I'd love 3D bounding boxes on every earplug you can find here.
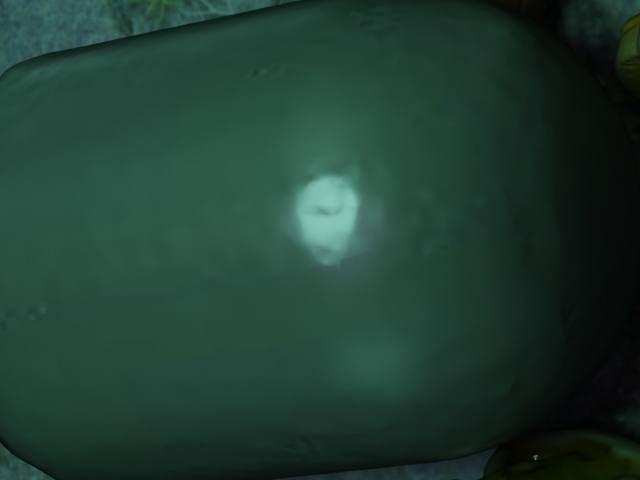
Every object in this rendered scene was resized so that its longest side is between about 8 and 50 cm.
[{"bbox_3d":[0.000,0.000,1.116,0.394,0.312,0.313,-8,88,34],"label":"earplug"}]

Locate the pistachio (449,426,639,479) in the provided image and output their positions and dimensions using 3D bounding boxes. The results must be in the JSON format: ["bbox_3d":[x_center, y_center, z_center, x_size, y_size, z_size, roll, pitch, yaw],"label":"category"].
[{"bbox_3d":[0.195,0.230,1.092,0.288,0.166,0.197,30,130,41],"label":"pistachio"}]

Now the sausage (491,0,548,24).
[{"bbox_3d":[0.123,-0.246,1.101,0.086,0.086,0.289,33,136,29],"label":"sausage"}]

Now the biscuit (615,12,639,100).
[{"bbox_3d":[0.263,-0.108,1.037,0.170,0.170,0.050,7,72,34],"label":"biscuit"}]
